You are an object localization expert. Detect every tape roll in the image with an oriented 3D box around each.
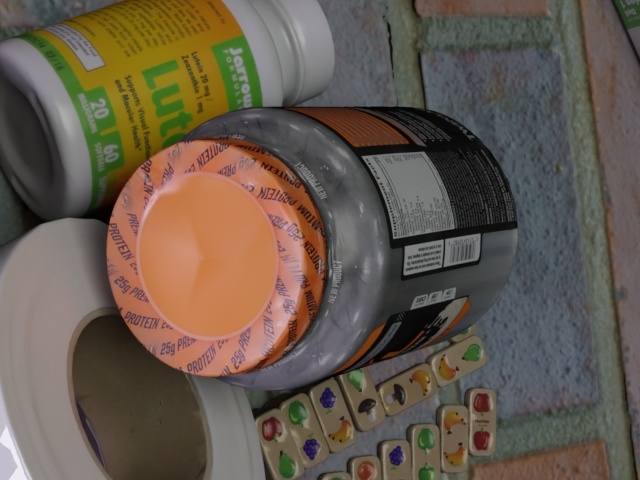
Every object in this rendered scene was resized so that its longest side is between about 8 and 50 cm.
[{"bbox_3d":[-0.155,0.130,1.058,0.286,0.100,0.286,44,31,-36],"label":"tape roll"}]

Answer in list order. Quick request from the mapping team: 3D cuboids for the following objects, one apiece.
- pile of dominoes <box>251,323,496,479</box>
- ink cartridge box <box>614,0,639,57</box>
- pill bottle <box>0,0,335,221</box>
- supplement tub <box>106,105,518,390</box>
[{"bbox_3d":[0.050,0.131,1.297,0.251,0.040,0.196,-25,97,-29],"label":"pile of dominoes"},{"bbox_3d":[0.393,-0.184,1.499,0.160,0.092,0.219,-30,100,-29],"label":"ink cartridge box"},{"bbox_3d":[-0.115,-0.116,1.169,0.245,0.136,0.136,-25,97,-30],"label":"pill bottle"},{"bbox_3d":[0.000,0.000,1.125,0.316,0.193,0.194,-8,89,-60],"label":"supplement tub"}]
